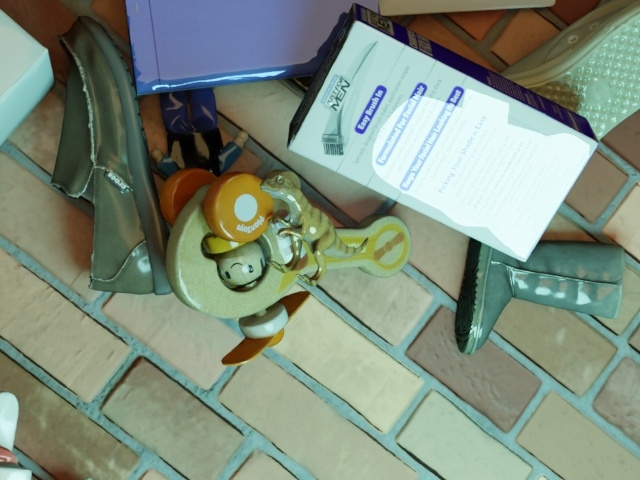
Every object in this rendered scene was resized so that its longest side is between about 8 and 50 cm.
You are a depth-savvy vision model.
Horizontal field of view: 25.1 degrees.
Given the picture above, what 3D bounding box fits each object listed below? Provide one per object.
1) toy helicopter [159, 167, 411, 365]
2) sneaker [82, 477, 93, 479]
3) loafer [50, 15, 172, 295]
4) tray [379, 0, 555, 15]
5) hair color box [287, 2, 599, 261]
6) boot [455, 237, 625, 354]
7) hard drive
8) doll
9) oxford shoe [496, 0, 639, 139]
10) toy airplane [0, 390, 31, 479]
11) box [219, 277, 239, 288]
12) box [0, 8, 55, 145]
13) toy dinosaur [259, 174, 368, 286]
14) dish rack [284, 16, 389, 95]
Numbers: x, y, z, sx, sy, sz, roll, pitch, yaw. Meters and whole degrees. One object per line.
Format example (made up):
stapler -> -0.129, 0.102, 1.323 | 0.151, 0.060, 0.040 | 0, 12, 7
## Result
toy helicopter -> -0.031, 0.029, 1.797 | 0.355, 0.140, 0.235 | -2, 96, -35
sneaker -> -0.338, 0.431, 1.758 | 0.169, 0.108, 0.292 | 42, 71, -5
loafer -> -0.278, -0.099, 1.796 | 0.130, 0.134, 0.366 | -14, 88, -8
tray -> 0.184, -0.374, 1.921 | 0.270, 0.030, 0.145 | -7, 85, -22
hair color box -> 0.149, -0.134, 1.790 | 0.339, 0.110, 0.185 | 25, 111, -11
boot -> 0.293, 0.077, 1.909 | 0.208, 0.076, 0.189 | 14, 85, -14
hard drive -> -0.087, -0.306, 1.817 | 0.319, 0.040, 0.210 | -8, 92, -8
doll -> -0.158, -0.130, 1.863 | 0.129, 0.046, 0.189 | -7, 86, -10
oxford shoe -> 0.292, -0.180, 1.904 | 0.449, 0.130, 0.169 | -33, 112, 4
toy airplane -> -0.525, 0.256, 1.657 | 0.384, 0.272, 0.386 | -38, 91, -11
box -> -0.076, 0.008, 1.873 | 0.081, 0.028, 0.136 | 31, 83, -5
box -> -0.507, -0.261, 1.733 | 0.345, 0.215, 0.168 | 41, 81, -3
toy dinosaur -> 0.000, 0.000, 1.709 | 0.211, 0.064, 0.112 | 43, 70, -45
dish rack -> -0.046, -0.327, 1.878 | 0.271, 0.074, 0.208 | 38, 86, -5
